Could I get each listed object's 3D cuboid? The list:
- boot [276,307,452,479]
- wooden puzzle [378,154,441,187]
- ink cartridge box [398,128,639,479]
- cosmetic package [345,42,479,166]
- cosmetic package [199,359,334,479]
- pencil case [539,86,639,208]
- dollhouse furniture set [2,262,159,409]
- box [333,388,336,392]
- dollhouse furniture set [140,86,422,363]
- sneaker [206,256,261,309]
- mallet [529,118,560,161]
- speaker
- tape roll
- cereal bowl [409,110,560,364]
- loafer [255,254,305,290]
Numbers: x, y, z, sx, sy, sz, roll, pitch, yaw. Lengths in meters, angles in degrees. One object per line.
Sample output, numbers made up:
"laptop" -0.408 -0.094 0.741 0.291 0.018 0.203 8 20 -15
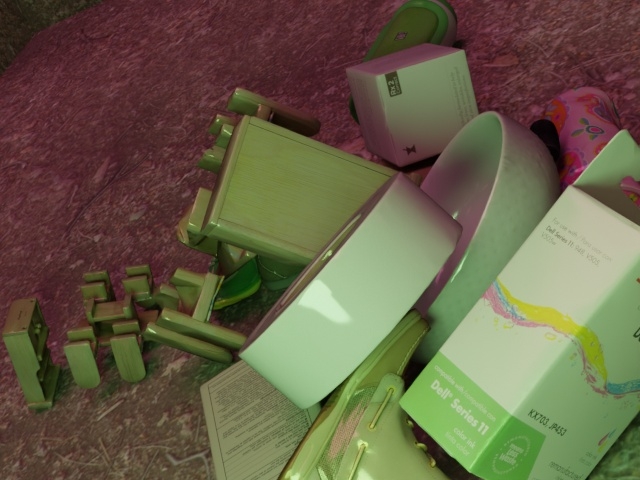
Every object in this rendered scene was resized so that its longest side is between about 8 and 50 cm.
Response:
"boot" 0.098 0.223 1.276 0.262 0.203 0.095 -53 -5 -24
"wooden puzzle" 0.149 -0.090 1.794 0.221 0.044 0.238 -8 18 29
"ink cartridge box" 0.270 0.087 1.182 0.353 0.207 0.119 -53 47 5
"cosmetic package" 0.150 -0.222 1.879 0.151 0.151 0.183 -19 17 -10
"cosmetic package" -0.045 0.262 1.463 0.160 0.113 0.309 -32 29 6
"pencil case" 0.367 -0.093 1.564 0.124 0.124 0.284 -25 30 17
"dollhouse furniture set" -0.391 0.177 1.977 0.242 0.161 0.212 -8 33 3
"box" 0.056 0.222 1.413 0.029 0.116 0.162 -29 29 16
"dollhouse furniture set" -0.058 -0.014 1.678 0.394 0.256 0.362 146 143 -69
"sneaker" -0.146 0.001 1.949 0.109 0.123 0.295 -16 35 30
"mallet" 0.281 -0.084 1.597 0.039 0.190 0.062 11 49 -6
"speaker" 0.154 -0.324 2.120 0.131 0.131 0.296 -10 37 38
"tape roll" 0.033 0.057 1.337 0.286 0.100 0.286 -49 3 4
"cereal bowl" 0.201 0.013 1.482 0.339 0.141 0.339 -61 10 19
"loafer" 0.000 0.000 1.833 0.251 0.087 0.094 -25 30 19
